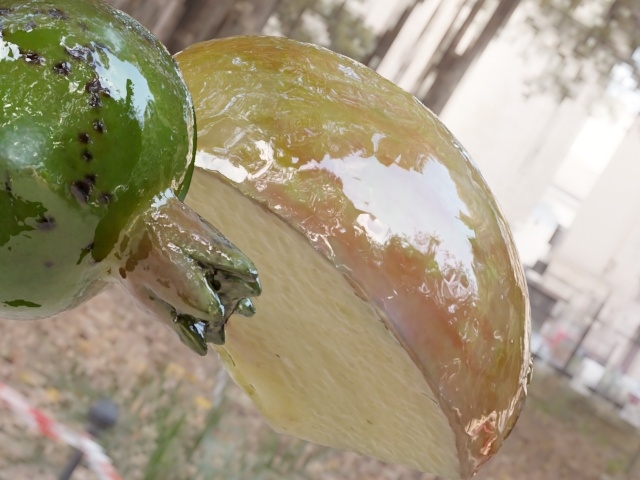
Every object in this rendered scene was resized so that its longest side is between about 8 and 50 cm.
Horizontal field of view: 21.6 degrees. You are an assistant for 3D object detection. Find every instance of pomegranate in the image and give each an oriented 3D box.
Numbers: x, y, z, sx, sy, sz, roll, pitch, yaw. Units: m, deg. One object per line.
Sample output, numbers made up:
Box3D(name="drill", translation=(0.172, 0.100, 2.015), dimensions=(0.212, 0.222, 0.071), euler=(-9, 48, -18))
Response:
Box3D(name="pomegranate", translation=(-0.115, -0.027, 0.770), dimensions=(0.205, 0.159, 0.159), euler=(38, 1, 12))

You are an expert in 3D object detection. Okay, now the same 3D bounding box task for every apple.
Box3D(name="apple", translation=(0.000, 0.000, 1.189), dimensions=(0.314, 0.252, 0.309), euler=(-94, 159, -59))
